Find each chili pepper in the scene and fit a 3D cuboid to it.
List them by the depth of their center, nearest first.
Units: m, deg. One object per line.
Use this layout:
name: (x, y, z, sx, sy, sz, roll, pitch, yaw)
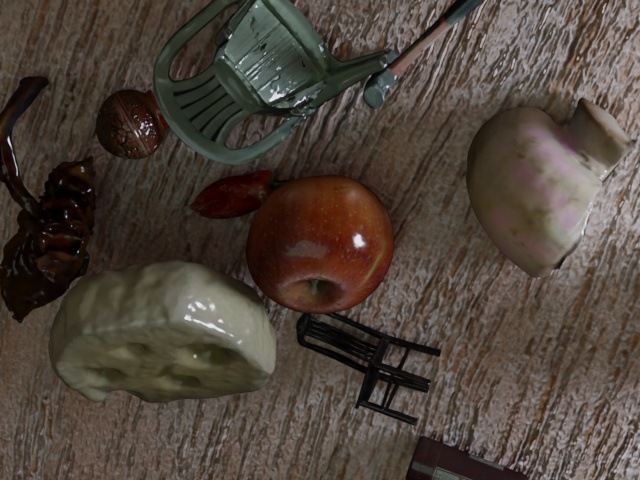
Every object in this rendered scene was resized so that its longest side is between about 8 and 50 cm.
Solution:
chili pepper: (-0.107, -0.064, 1.956, 0.191, 0.050, 0.059, -13, 114, 33)

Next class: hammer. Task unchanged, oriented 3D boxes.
hammer: (0.164, -0.278, 1.748, 0.287, 0.111, 0.033, -41, 101, 21)

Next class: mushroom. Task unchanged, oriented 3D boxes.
mushroom: (0.265, -0.070, 1.772, 0.173, 0.162, 0.236, 32, 119, -2)

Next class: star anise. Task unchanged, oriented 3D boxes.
star anise: (-0.387, -0.058, 1.981, 0.148, 0.237, 0.347, -5, 95, -11)

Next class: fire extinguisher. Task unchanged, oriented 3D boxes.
fire extinguisher: (0.240, 0.362, 2.053, 0.231, 0.071, 0.099, 21, 147, 5)

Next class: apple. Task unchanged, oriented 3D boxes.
apple: (0.000, 0.000, 1.888, 0.201, 0.162, 0.201, 3, 148, 2)

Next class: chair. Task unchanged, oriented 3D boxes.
chair: (-0.083, -0.220, 1.794, 0.203, 0.190, 0.274, 49, 160, -9)
chair: (0.054, 0.173, 1.993, 0.212, 0.101, 0.084, 19, 119, 7)

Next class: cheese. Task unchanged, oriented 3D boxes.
cheese: (-0.219, 0.141, 1.982, 0.326, 0.115, 0.318, 17, 146, -26)

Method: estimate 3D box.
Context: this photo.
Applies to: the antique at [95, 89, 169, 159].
antique: (-0.260, -0.158, 1.928, 0.104, 0.104, 0.104, 7, 117, 14)
